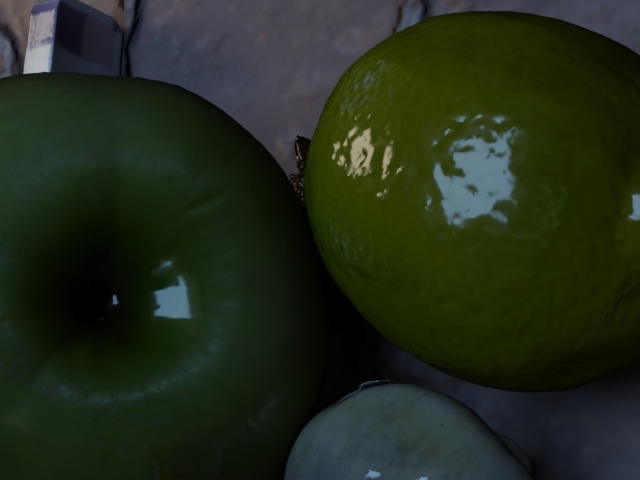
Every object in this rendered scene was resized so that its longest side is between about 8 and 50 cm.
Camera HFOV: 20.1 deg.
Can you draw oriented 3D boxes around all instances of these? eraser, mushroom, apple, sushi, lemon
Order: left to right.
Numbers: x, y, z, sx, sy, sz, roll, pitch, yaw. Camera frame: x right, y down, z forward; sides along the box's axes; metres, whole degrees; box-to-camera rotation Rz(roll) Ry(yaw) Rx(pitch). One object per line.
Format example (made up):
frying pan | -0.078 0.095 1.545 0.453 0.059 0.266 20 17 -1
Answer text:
eraser | -0.157 -0.097 1.143 0.026 0.065 0.105 -8 72 36
apple | -0.129 0.050 0.947 0.279 0.279 0.279 -12 69 33
sushi | -0.001 -0.001 1.000 0.060 0.061 0.118 -4 64 8
mushroom | 0.055 0.135 0.880 0.154 0.122 0.154 27 134 32
lemon | 0.085 -0.021 0.870 0.248 0.184 0.184 22 89 50
